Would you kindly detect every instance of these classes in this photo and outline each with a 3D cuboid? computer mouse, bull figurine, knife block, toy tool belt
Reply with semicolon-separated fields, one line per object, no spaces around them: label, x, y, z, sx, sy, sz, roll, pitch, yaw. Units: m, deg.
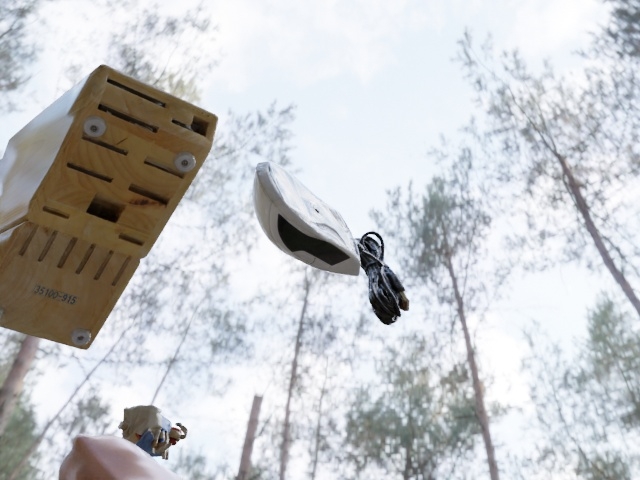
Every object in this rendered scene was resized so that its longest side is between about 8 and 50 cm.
computer mouse;0.000;0.000;0.742;0.042;0.106;0.193;-37;-45;18
bull figurine;-0.124;0.249;0.705;0.101;0.310;0.188;-28;-69;-17
knife block;-0.199;-0.047;0.712;0.088;0.242;0.275;21;-64;-30
toy tool belt;-0.181;0.214;0.981;0.052;0.051;0.083;-13;-39;26
